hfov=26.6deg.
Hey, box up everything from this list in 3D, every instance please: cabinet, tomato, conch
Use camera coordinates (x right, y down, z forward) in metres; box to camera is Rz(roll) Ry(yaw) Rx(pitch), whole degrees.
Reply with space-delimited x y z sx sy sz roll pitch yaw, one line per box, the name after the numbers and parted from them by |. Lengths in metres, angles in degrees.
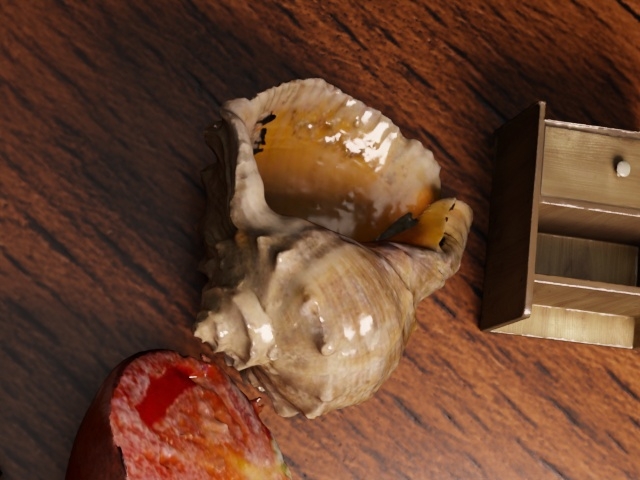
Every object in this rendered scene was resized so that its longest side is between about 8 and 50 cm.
0.269 -0.013 1.348 0.175 0.148 0.215 8 79 -10 | cabinet
-0.133 0.255 1.186 0.170 0.309 0.309 -36 89 20 | tomato
-0.015 0.006 1.272 0.210 0.352 0.297 -23 91 30 | conch

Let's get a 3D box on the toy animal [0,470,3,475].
-0.267 0.278 1.225 0.131 0.181 0.127 -29 129 -11 | toy animal
